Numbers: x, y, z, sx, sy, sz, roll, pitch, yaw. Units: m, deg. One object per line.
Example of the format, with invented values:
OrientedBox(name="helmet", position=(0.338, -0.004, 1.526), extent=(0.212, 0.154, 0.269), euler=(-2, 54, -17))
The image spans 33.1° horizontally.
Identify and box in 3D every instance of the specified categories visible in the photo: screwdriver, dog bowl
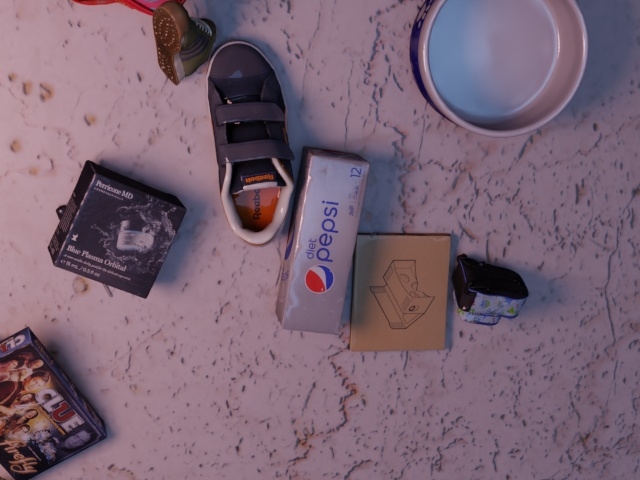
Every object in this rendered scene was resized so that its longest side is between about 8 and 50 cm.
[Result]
OrientedBox(name="screwdriver", position=(-0.368, 0.018, 1.703), extent=(0.025, 0.024, 0.170), euler=(-21, 110, 26))
OrientedBox(name="dog bowl", position=(0.275, -0.298, 1.685), extent=(0.264, 0.104, 0.265), euler=(-2, 103, -9))

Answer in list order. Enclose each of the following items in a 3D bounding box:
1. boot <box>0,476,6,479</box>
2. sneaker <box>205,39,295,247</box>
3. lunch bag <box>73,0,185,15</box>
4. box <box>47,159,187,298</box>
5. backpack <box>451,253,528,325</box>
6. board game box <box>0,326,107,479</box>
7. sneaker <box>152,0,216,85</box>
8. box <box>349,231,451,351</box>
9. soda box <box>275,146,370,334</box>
OrientedBox(name="boot", position=(-0.509, 0.493, 1.765), extent=(0.165, 0.077, 0.213), euler=(29, 111, -6))
OrientedBox(name="sneaker", position=(-0.102, -0.146, 1.653), extent=(0.126, 0.127, 0.321), euler=(-9, 103, -5))
OrientedBox(name="lunch bag", position=(-0.295, -0.455, 1.520), extent=(0.293, 0.120, 0.258), euler=(27, 101, -33))
OrientedBox(name="box", position=(-0.313, -0.017, 1.653), extent=(0.156, 0.093, 0.158), euler=(22, 98, -24))
OrientedBox(name="backpack", position=(0.277, 0.087, 1.780), extent=(0.114, 0.105, 0.084), euler=(9, 124, -11))
OrientedBox(name="board game box", position=(-0.465, 0.263, 1.689), extent=(0.165, 0.042, 0.243), euler=(-28, 128, -1))
OrientedBox(name="sneaker", position=(-0.194, -0.306, 1.580), extent=(0.086, 0.192, 0.064), euler=(-38, 78, -18))
OrientedBox(name="box", position=(0.133, 0.086, 1.797), extent=(0.164, 0.021, 0.201), euler=(0, 102, -9))
OrientedBox(name="soda box", position=(0.000, 0.000, 1.719), extent=(0.098, 0.091, 0.286), euler=(7, 102, -12))
